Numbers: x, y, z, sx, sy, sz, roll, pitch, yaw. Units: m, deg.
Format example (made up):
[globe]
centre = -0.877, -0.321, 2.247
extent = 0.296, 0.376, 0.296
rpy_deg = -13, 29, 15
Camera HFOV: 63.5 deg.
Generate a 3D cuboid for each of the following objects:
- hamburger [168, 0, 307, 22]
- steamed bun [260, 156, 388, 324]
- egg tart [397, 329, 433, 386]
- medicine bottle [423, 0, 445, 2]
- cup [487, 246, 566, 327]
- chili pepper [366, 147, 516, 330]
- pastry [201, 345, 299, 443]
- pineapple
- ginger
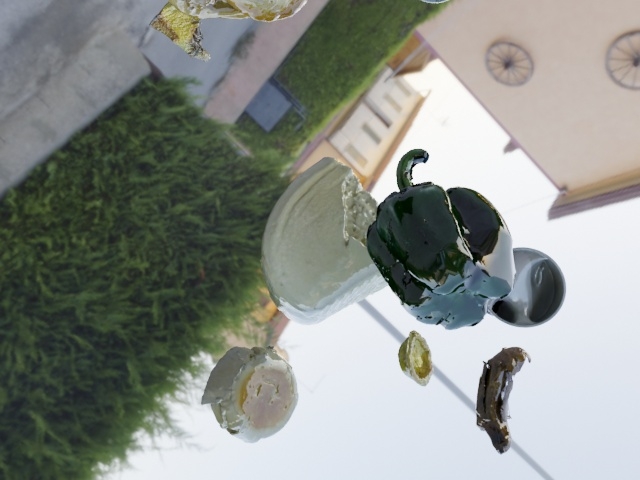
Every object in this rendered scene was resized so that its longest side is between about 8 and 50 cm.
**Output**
[hamburger]
centre = -0.090, -0.415, 0.574
extent = 0.174, 0.284, 0.305
rpy_deg = 8, -127, 37
[steamed bun]
centre = 0.000, 0.000, 0.956
extent = 0.273, 0.272, 0.290
rpy_deg = -27, 163, -18
[egg tart]
centre = 0.175, 0.221, 0.967
extent = 0.039, 0.105, 0.105
rpy_deg = -18, -156, 32
[medicine bottle]
centre = 0.236, -0.600, 0.960
extent = 0.141, 0.141, 0.293
rpy_deg = -49, 167, -14
[cup]
centre = 0.412, 0.107, 1.167
extent = 0.202, 0.220, 0.167
rpy_deg = 30, 61, -77
[chili pepper]
centre = 0.152, -0.011, 0.717
extent = 0.165, 0.173, 0.261
rpy_deg = 106, -27, -44
[pastry]
centre = -0.117, 0.264, 0.901
extent = 0.088, 0.166, 0.166
rpy_deg = -15, -149, 50
[pineapple]
centre = -0.220, -0.334, 0.825
extent = 0.077, 0.114, 0.114
rpy_deg = -43, -164, -32
[ginger]
centre = 0.528, 0.459, 1.538
extent = 0.107, 0.133, 0.310
rpy_deg = 33, 72, -63
